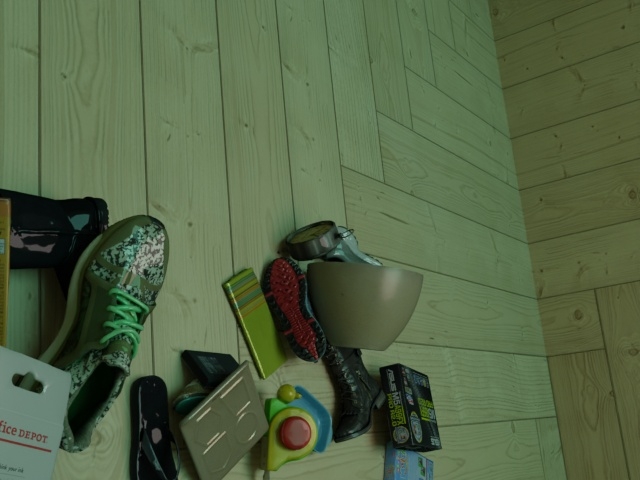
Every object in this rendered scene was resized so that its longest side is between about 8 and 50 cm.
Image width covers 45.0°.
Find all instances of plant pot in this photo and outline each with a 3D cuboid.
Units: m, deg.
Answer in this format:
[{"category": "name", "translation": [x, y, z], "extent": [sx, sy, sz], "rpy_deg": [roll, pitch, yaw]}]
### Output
[{"category": "plant pot", "translation": [0.100, 0.166, 1.865], "extent": [0.284, 0.284, 0.191], "rpy_deg": [16, 76, -53]}]

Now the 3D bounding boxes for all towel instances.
[{"category": "towel", "translation": [-0.146, 0.186, 1.738], "extent": [0.102, 0.021, 0.237], "rpy_deg": [-32, 105, -53]}]

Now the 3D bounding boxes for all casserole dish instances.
[{"category": "casserole dish", "translation": [-0.037, 0.416, 1.791], "extent": [0.188, 0.037, 0.114], "rpy_deg": [48, 42, -34]}]

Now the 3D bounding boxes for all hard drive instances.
[{"category": "hard drive", "translation": [-0.207, 0.261, 1.561], "extent": [0.094, 0.022, 0.135], "rpy_deg": [44, 16, 35]}]

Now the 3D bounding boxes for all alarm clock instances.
[{"category": "alarm clock", "translation": [0.000, 0.000, 1.872], "extent": [0.129, 0.192, 0.064], "rpy_deg": [-45, 116, -53]}]

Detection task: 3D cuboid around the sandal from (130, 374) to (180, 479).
[{"category": "sandal", "translation": [-0.297, 0.373, 1.400], "extent": [0.097, 0.054, 0.255], "rpy_deg": [2, 76, -56]}]

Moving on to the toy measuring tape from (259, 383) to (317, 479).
[{"category": "toy measuring tape", "translation": [-0.068, 0.473, 1.636], "extent": [0.121, 0.121, 0.330], "rpy_deg": [22, 66, -51]}]

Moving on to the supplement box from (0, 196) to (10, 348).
[{"category": "supplement box", "translation": [-0.496, 0.053, 1.131], "extent": [0.080, 0.078, 0.234], "rpy_deg": [0, 94, -21]}]

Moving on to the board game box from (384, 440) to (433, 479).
[{"category": "board game box", "translation": [0.244, 0.657, 2.113], "extent": [0.211, 0.039, 0.160], "rpy_deg": [40, 46, -43]}]

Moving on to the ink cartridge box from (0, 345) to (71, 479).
[{"category": "ink cartridge box", "translation": [-0.465, 0.323, 1.011], "extent": [0.207, 0.119, 0.354], "rpy_deg": [53, 41, -61]}]

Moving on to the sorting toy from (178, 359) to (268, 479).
[{"category": "sorting toy", "translation": [-0.188, 0.362, 1.509], "extent": [0.193, 0.038, 0.208], "rpy_deg": [-41, 134, -39]}]

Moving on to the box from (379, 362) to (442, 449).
[{"category": "box", "translation": [0.250, 0.464, 2.119], "extent": [0.270, 0.060, 0.216], "rpy_deg": [34, 42, -59]}]

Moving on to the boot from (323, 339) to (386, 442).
[{"category": "boot", "translation": [0.056, 0.353, 1.929], "extent": [0.229, 0.091, 0.263], "rpy_deg": [63, 30, -9]}]

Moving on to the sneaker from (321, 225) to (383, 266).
[{"category": "sneaker", "translation": [0.088, 0.077, 2.076], "extent": [0.271, 0.100, 0.108], "rpy_deg": [42, 55, -32]}]

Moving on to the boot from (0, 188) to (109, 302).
[{"category": "boot", "translation": [-0.453, 0.040, 1.270], "extent": [0.207, 0.094, 0.247], "rpy_deg": [-1, 90, -47]}]

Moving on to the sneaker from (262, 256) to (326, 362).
[{"category": "sneaker", "translation": [-0.066, 0.169, 1.819], "extent": [0.125, 0.104, 0.262], "rpy_deg": [91, -19, -73]}]

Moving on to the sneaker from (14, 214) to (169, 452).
[{"category": "sneaker", "translation": [-0.324, 0.156, 1.215], "extent": [0.158, 0.182, 0.411], "rpy_deg": [33, 75, -41]}]

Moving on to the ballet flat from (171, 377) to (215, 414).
[{"category": "ballet flat", "translation": [-0.227, 0.308, 1.539], "extent": [0.206, 0.073, 0.067], "rpy_deg": [23, 31, -54]}]
